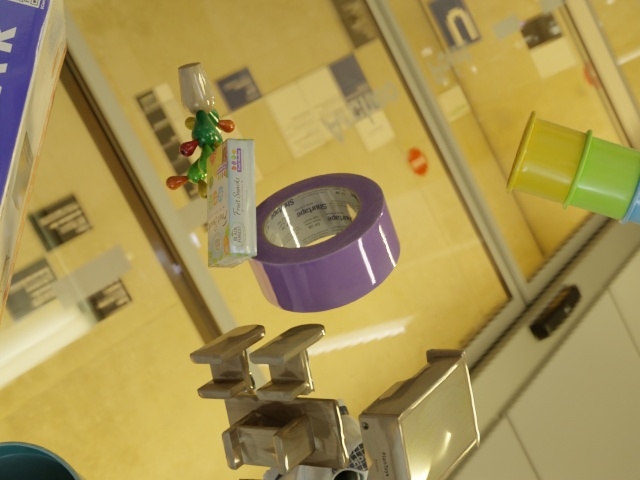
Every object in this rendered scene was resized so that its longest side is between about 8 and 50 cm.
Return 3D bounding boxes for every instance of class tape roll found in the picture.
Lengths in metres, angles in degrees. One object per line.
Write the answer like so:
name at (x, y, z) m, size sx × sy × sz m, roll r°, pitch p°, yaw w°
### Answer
tape roll at (0.000, 0.000, 1.269) m, size 0.189 × 0.080 × 0.189 m, roll -14°, pitch -146°, yaw 10°

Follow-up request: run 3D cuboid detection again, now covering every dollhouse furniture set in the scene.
dollhouse furniture set at (0.017, 0.189, 1.045) m, size 0.242 × 0.212 × 0.161 m, roll -3°, pitch -166°, yaw 32°

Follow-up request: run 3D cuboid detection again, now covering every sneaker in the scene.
sneaker at (-0.008, 0.283, 1.143) m, size 0.090 × 0.095 × 0.235 m, roll -23°, pitch 149°, yaw -39°

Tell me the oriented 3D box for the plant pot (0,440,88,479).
plant pot at (-0.409, 0.452, 1.456) m, size 0.272 × 0.271 × 0.255 m, roll -28°, pitch 154°, yaw -2°

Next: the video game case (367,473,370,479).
video game case at (0.125, 0.412, 1.646) m, size 0.173 × 0.190 × 0.022 m, roll 20°, pitch -143°, yaw 40°

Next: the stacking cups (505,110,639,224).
stacking cups at (0.362, -0.048, 1.074) m, size 0.316 × 0.096 × 0.096 m, roll 18°, pitch -164°, yaw 5°

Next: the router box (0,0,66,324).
router box at (-0.324, -0.074, 0.973) m, size 0.082 × 0.335 × 0.301 m, roll 13°, pitch 173°, yaw -12°

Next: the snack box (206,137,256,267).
snack box at (-0.108, -0.043, 1.216) m, size 0.037 × 0.141 × 0.100 m, roll 1°, pitch 170°, yaw -20°

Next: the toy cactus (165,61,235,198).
toy cactus at (-0.174, -0.165, 1.460) m, size 0.112 × 0.180 × 0.219 m, roll -9°, pitch -160°, yaw 11°
